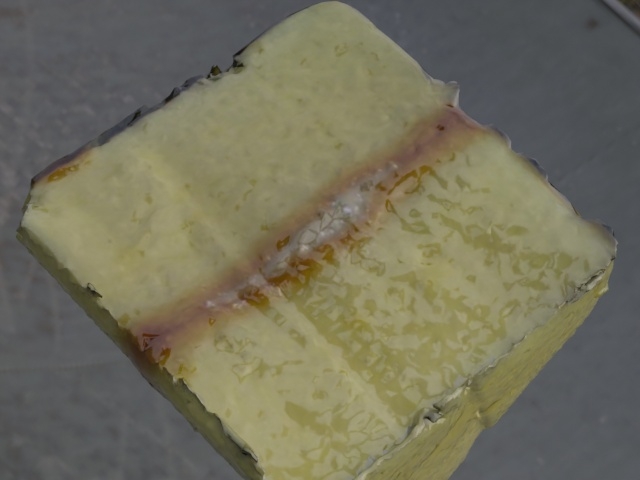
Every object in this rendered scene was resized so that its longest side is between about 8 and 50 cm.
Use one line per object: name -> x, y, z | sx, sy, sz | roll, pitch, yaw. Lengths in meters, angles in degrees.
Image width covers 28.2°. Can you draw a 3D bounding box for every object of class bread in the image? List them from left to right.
bread -> 0.000, 0.000, 0.716 | 0.263, 0.236, 0.198 | 44, 7, 20

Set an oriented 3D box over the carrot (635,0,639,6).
carrot -> 0.145, -0.169, 0.441 | 0.070, 0.070, 0.260 | 48, -13, 25
